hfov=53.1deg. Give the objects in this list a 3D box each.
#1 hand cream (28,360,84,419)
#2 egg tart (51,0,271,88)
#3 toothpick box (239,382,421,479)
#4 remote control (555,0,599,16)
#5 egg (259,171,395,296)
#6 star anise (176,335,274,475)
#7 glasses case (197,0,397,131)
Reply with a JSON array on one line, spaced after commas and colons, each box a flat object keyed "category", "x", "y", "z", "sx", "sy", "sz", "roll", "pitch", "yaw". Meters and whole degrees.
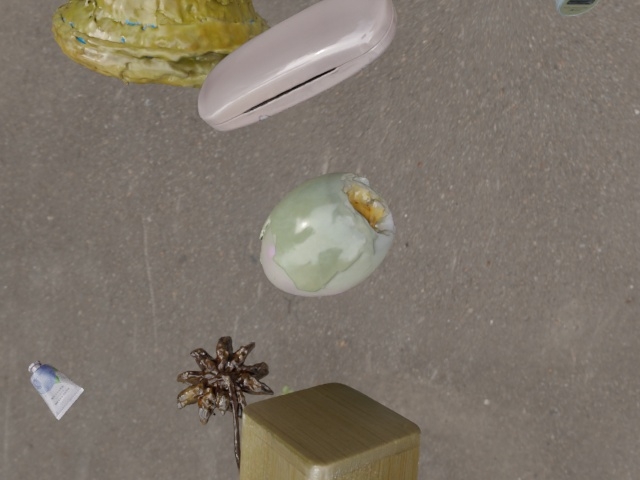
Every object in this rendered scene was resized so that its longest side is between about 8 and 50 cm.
[{"category": "hand cream", "x": -0.604, "y": 0.325, "z": 1.440, "sx": 0.142, "sy": 0.053, "sz": 0.084, "roll": 36, "pitch": 83, "yaw": 23}, {"category": "egg tart", "x": -0.253, "y": -0.389, "z": 1.074, "sx": 0.388, "sy": 0.387, "sz": 0.168, "roll": 16, "pitch": 125, "yaw": 9}, {"category": "toothpick box", "x": 0.003, "y": 0.337, "z": 0.707, "sx": 0.188, "sy": 0.190, "sz": 0.307, "roll": 18, "pitch": 108, "yaw": 52}, {"category": "remote control", "x": 0.533, "y": -0.518, "z": 1.228, "sx": 0.087, "sy": 0.244, "sz": 0.047, "roll": -6, "pitch": 75, "yaw": -10}, {"category": "egg", "x": 0.000, "y": 0.000, "z": 1.010, "sx": 0.217, "sy": 0.183, "sz": 0.183, "roll": -36, "pitch": 100, "yaw": 31}, {"category": "star anise", "x": -0.148, "y": 0.264, "z": 1.115, "sx": 0.234, "sy": 0.177, "sz": 0.073, "roll": 41, "pitch": 157, "yaw": 19}, {"category": "glasses case", "x": -0.038, "y": -0.232, "z": 0.830, "sx": 0.297, "sy": 0.113, "sz": 0.075, "roll": -19, "pitch": 140, "yaw": 29}]
